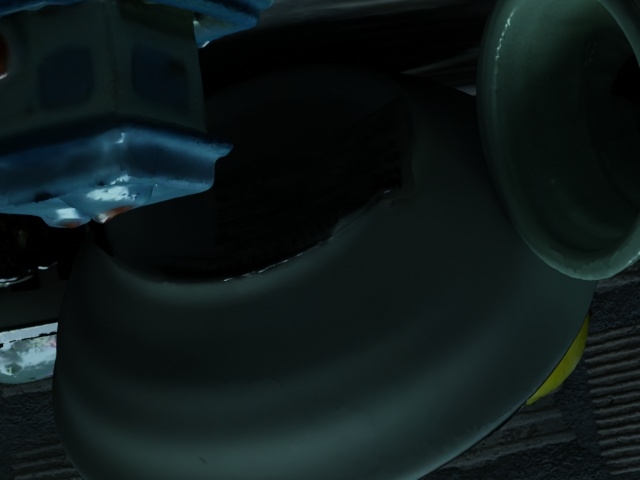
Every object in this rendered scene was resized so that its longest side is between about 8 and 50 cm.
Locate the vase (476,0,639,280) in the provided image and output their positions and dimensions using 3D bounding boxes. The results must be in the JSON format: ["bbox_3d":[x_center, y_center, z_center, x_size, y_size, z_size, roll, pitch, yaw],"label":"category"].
[{"bbox_3d":[0.237,-0.081,0.664,0.299,0.143,0.143,-13,179,-24],"label":"vase"}]

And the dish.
[{"bbox_3d":[-0.019,-0.007,0.724,0.316,0.106,0.316,-15,-143,12],"label":"dish"}]

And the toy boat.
[{"bbox_3d":[-0.130,-0.042,0.465,0.238,0.098,0.109,-11,174,27],"label":"toy boat"}]

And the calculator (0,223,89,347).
[{"bbox_3d":[-0.269,0.022,1.006,0.261,0.161,0.021,-10,133,-12],"label":"calculator"}]

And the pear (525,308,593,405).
[{"bbox_3d":[0.151,0.009,1.245,0.267,0.267,0.178,-9,160,-19],"label":"pear"}]

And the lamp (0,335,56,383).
[{"bbox_3d":[-0.217,0.090,1.462,0.301,0.247,0.247,-2,174,-2],"label":"lamp"}]

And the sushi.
[{"bbox_3d":[-0.237,-0.007,0.936,0.094,0.084,0.098,-3,169,-40],"label":"sushi"}]
